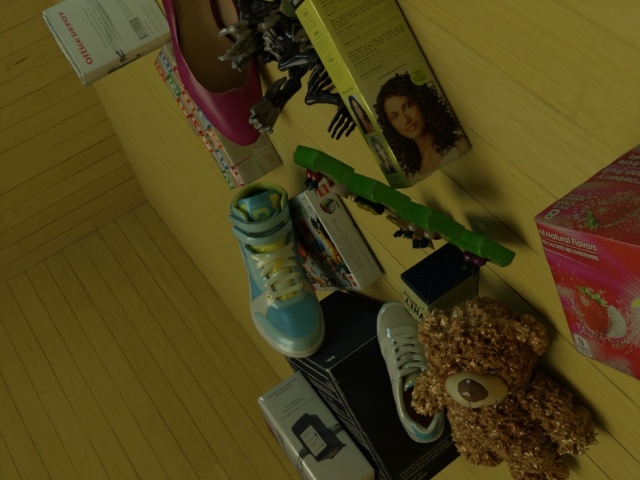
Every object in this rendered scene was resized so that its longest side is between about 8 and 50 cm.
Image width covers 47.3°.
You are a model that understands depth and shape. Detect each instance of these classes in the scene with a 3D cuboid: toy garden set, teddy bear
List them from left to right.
[{"bbox_3d":[0.072,-0.034,0.842,0.244,0.049,0.204,26,-176,-15],"label":"toy garden set"},{"bbox_3d":[0.221,0.221,0.938,0.245,0.113,0.338,34,153,25],"label":"teddy bear"}]

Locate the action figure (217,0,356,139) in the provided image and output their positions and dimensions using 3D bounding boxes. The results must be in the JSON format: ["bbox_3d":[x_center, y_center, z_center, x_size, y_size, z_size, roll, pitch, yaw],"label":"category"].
[{"bbox_3d":[-0.057,-0.229,0.936,0.276,0.141,0.164,38,167,47],"label":"action figure"}]

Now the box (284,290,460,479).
[{"bbox_3d":[0.089,0.274,1.375,0.294,0.183,0.296,61,163,-16],"label":"box"}]

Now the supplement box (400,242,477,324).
[{"bbox_3d":[0.155,0.063,0.951,0.056,0.083,0.083,48,163,35],"label":"supplement box"}]

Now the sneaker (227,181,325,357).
[{"bbox_3d":[-0.084,0.035,1.270,0.208,0.127,0.319,85,163,-54],"label":"sneaker"}]

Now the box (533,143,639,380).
[{"bbox_3d":[0.273,0.030,0.451,0.257,0.123,0.128,26,144,62],"label":"box"}]

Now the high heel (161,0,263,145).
[{"bbox_3d":[-0.173,-0.317,1.117,0.377,0.127,0.181,66,174,-16],"label":"high heel"}]

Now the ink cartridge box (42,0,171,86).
[{"bbox_3d":[-0.449,-0.450,1.551,0.158,0.218,0.092,59,165,-6],"label":"ink cartridge box"}]

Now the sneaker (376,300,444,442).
[{"bbox_3d":[0.146,0.199,1.150,0.092,0.087,0.228,68,-175,-69],"label":"sneaker"}]

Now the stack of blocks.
[{"bbox_3d":[-0.204,-0.250,1.433,0.297,0.087,0.171,60,164,-10],"label":"stack of blocks"}]

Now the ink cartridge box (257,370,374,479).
[{"bbox_3d":[-0.005,0.388,1.358,0.237,0.100,0.172,49,162,29],"label":"ink cartridge box"}]

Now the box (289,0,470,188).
[{"bbox_3d":[0.064,-0.174,0.770,0.232,0.087,0.058,59,167,-10],"label":"box"}]

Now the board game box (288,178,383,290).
[{"bbox_3d":[0.000,0.000,1.359,0.193,0.053,0.305,60,164,-4],"label":"board game box"}]
